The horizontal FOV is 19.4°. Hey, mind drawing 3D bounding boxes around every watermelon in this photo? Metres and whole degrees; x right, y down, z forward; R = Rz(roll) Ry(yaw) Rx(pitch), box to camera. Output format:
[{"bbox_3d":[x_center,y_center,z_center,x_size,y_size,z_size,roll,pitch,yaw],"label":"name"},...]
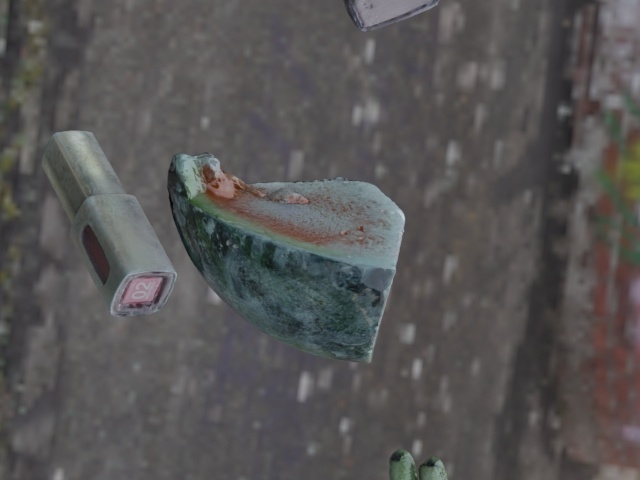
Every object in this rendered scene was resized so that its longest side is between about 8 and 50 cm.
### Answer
[{"bbox_3d":[0.000,0.000,1.997,0.320,0.289,0.214,49,67,-19],"label":"watermelon"}]

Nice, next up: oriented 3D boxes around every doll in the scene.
[{"bbox_3d":[0.111,0.299,2.028,0.077,0.115,0.150,-41,135,-63],"label":"doll"}]

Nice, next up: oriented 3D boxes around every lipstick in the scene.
[{"bbox_3d":[-0.257,-0.026,2.242,0.253,0.077,0.079,60,-43,35],"label":"lipstick"}]

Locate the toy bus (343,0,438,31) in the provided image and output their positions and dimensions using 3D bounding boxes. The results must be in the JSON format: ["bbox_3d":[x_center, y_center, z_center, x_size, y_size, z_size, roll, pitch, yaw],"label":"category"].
[{"bbox_3d":[0.025,-0.354,1.833,0.317,0.112,0.138,66,7,-50],"label":"toy bus"}]
